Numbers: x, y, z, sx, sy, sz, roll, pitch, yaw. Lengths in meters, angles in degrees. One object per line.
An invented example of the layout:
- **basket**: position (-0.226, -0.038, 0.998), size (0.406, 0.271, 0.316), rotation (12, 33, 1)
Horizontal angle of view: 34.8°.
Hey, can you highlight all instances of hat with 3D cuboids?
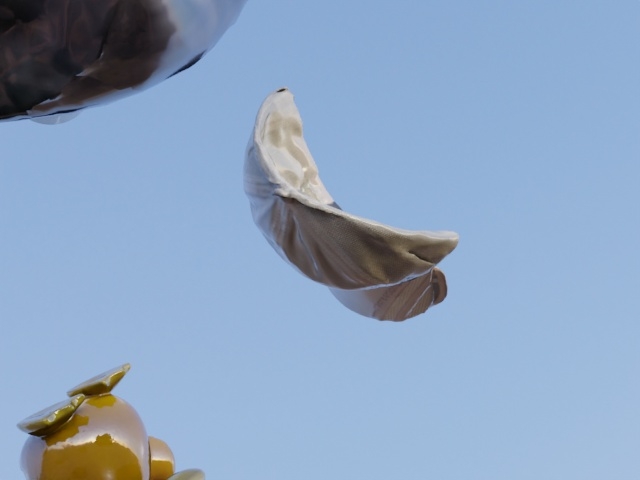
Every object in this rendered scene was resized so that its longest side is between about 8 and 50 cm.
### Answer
- **hat**: position (0.000, 0.000, 0.919), size (0.164, 0.219, 0.226), rotation (-29, -30, -35)

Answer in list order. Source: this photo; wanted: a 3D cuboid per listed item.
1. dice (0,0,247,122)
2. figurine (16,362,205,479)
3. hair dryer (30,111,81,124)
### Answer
- **dice**: position (-0.117, -0.156, 0.341), size (0.182, 0.183, 0.181), rotation (5, -49, 14)
- **figurine**: position (-0.246, 0.281, 1.173), size (0.215, 0.228, 0.215), rotation (-45, -8, -8)
- **hair dryer**: position (-0.395, -0.267, 1.103), size (0.357, 0.107, 0.173), rotation (36, -20, -12)
